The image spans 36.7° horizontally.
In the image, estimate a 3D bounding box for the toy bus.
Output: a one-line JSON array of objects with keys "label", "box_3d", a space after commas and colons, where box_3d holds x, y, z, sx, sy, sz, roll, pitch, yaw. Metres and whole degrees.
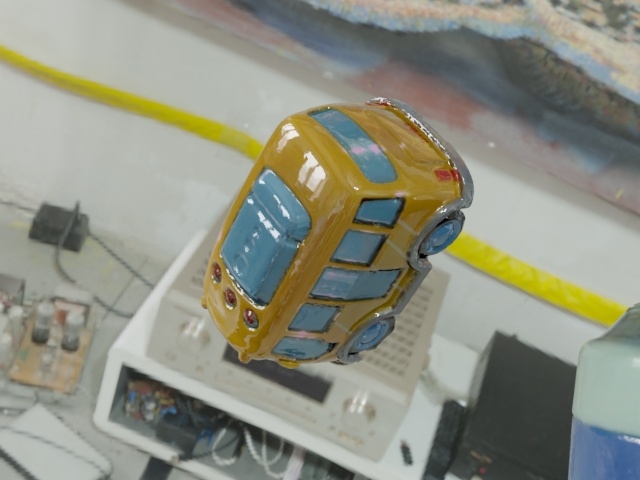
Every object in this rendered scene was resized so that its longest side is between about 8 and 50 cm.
[{"label": "toy bus", "box_3d": [0.000, 0.000, 0.710, 0.136, 0.209, 0.126, -4, 45, -45]}]

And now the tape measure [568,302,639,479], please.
[{"label": "tape measure", "box_3d": [0.289, 0.126, 0.609, 0.262, 0.138, 0.259, 17, -10, -33]}]
